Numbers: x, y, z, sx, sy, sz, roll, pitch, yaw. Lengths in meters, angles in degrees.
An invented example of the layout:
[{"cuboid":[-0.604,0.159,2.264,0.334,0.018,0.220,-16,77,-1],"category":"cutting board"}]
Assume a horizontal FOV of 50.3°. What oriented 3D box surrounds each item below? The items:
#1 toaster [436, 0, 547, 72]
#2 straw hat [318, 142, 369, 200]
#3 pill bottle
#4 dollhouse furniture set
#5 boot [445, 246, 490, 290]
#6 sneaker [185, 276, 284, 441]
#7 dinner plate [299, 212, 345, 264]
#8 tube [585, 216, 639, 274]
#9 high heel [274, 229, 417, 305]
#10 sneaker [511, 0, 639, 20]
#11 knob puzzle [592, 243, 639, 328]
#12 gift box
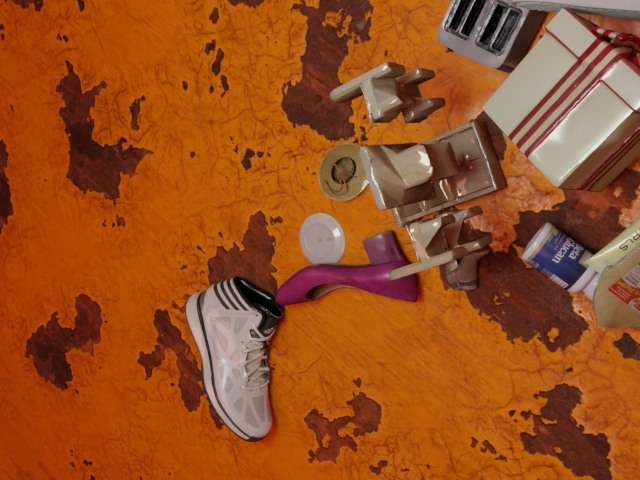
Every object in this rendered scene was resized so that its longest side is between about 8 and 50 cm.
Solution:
[{"cuboid":[0.344,-0.439,1.385,0.168,0.110,0.185,36,116,25],"category":"toaster"},{"cuboid":[0.052,-0.173,1.651,0.061,0.144,0.144,-124,44,-66],"category":"straw hat"},{"cuboid":[0.499,0.047,1.368,0.169,0.094,0.094,36,117,10],"category":"pill bottle"},{"cuboid":[0.173,-0.126,1.380,0.256,0.394,0.362,-21,86,35],"category":"dollhouse furniture set"},{"cuboid":[0.335,0.066,1.525,0.118,0.042,0.087,-14,97,36],"category":"boot"},{"cuboid":[-0.194,0.308,1.836,0.257,0.169,0.447,-30,79,35],"category":"sneaker"},{"cuboid":[0.000,0.000,1.747,0.141,0.017,0.141,6,102,31],"category":"dinner plate"},{"cuboid":[0.621,-0.015,1.279,0.240,0.062,0.070,-49,54,19],"category":"tube"},{"cuboid":[0.052,0.129,1.661,0.377,0.127,0.181,-29,71,30],"category":"high heel"},{"cuboid":[0.521,-0.465,1.172,0.366,0.135,0.150,4,104,-5],"category":"sneaker"},{"cuboid":[0.602,0.094,1.298,0.213,0.030,0.213,-2,124,-3],"category":"knob puzzle"},{"cuboid":[0.507,-0.241,1.231,0.276,0.255,0.258,51,123,23],"category":"gift box"}]
